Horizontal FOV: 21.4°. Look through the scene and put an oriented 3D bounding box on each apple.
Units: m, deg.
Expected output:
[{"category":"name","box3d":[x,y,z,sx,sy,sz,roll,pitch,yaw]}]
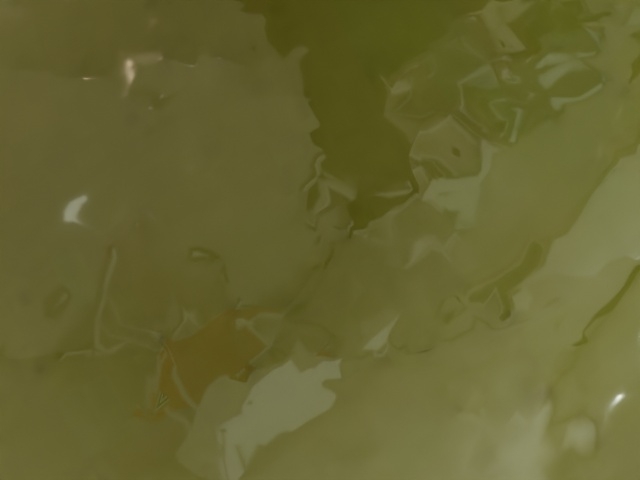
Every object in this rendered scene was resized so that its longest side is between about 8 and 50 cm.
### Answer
[{"category":"apple","box3d":[0.000,0.000,0.607,0.473,0.474,0.473,-37,-139,41]}]
